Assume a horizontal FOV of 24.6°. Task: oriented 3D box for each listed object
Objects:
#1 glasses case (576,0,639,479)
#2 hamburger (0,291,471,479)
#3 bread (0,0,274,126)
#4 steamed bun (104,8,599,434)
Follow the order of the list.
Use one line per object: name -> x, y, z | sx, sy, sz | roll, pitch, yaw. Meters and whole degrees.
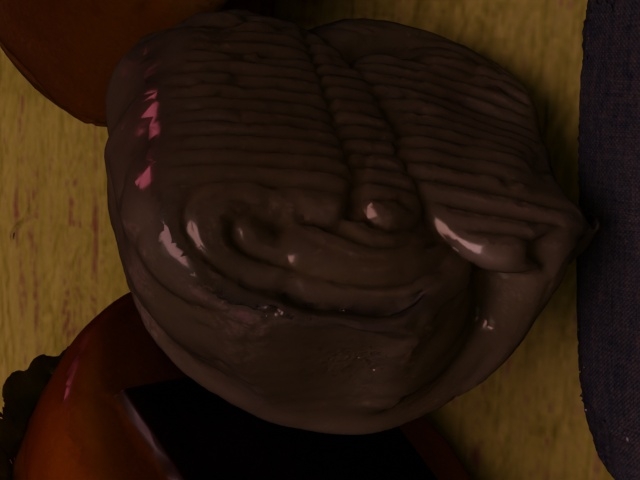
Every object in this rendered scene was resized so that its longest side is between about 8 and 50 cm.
glasses case -> 0.162, -0.017, 0.630 | 0.109, 0.067, 0.282 | 8, 105, 48
hamburger -> -0.059, 0.181, 0.708 | 0.225, 0.291, 0.291 | -46, 68, 29
bread -> -0.078, -0.207, 0.691 | 0.195, 0.149, 0.344 | 57, 142, 26
steamed bun -> 0.002, 0.000, 0.653 | 0.218, 0.211, 0.144 | -108, 30, -51
